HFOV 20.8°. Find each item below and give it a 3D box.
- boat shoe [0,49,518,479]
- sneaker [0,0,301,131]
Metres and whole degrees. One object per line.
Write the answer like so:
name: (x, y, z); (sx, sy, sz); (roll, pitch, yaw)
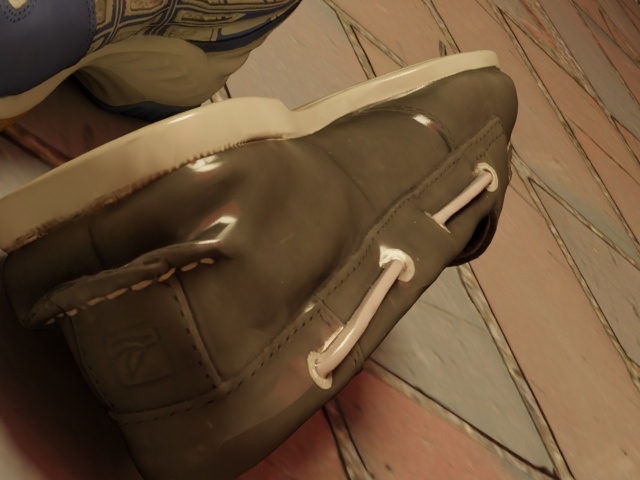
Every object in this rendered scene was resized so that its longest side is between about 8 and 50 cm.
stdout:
boat shoe: (0.000, 0.000, 0.596); (0.095, 0.112, 0.335); (68, 23, -1)
sneaker: (-0.077, -0.114, 0.578); (0.112, 0.131, 0.296); (54, 19, 5)
